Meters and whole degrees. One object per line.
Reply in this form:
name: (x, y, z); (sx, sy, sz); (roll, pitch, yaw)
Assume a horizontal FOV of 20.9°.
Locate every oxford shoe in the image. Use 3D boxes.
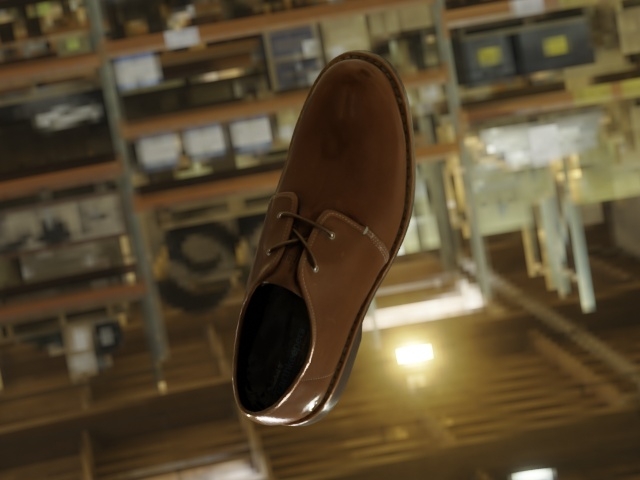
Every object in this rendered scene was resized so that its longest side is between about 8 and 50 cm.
oxford shoe: (0.000, 0.000, 0.935); (0.076, 0.212, 0.076); (13, -178, 19)
